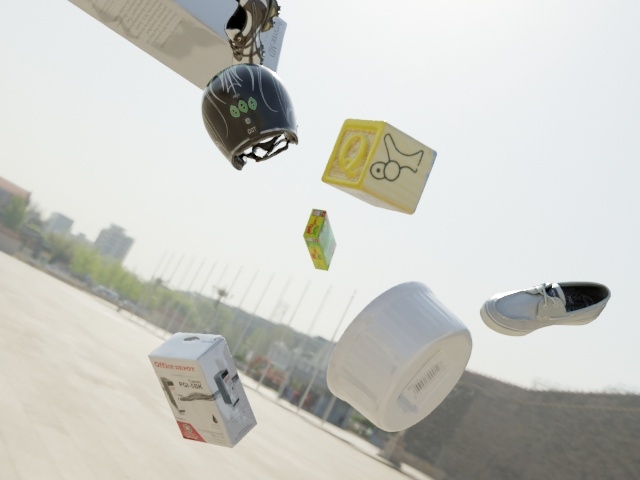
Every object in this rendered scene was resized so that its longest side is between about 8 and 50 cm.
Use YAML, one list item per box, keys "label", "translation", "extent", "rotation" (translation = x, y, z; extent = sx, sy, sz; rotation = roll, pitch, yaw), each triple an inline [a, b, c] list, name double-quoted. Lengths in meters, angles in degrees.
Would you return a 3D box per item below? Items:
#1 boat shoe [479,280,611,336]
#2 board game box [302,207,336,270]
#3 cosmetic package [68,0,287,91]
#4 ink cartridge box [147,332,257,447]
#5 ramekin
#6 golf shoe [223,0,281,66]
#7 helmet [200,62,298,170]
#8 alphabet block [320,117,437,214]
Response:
- label: "boat shoe"
  translation: [0.368, 0.098, 1.194]
  extent: [0.228, 0.079, 0.081]
  rotation: [-3, -37, -20]
- label: "board game box"
  translation: [0.000, 0.000, 2.064]
  extent: [0.043, 0.092, 0.181]
  rotation: [9, -30, 17]
- label: "cosmetic package"
  translation: [-0.309, -0.518, 1.667]
  extent: [0.453, 0.230, 0.161]
  rotation: [32, -48, -25]
- label: "ink cartridge box"
  translation: [-0.153, 0.194, 0.959]
  extent: [0.099, 0.056, 0.135]
  rotation: [-3, -66, 39]
- label: "ramekin"
  translation: [0.159, 0.227, 1.391]
  extent: [0.135, 0.277, 0.277]
  rotation: [40, -2, 35]
- label: "golf shoe"
  translation: [-0.148, -0.374, 1.377]
  extent: [0.094, 0.198, 0.077]
  rotation: [-9, 43, -39]
- label: "helmet"
  translation: [-0.122, -0.217, 1.237]
  extent: [0.169, 0.169, 0.161]
  rotation: [69, -2, -74]
- label: "alphabet block"
  translation: [0.154, -0.195, 1.941]
  extent: [0.197, 0.192, 0.193]
  rotation: [24, -5, -34]
